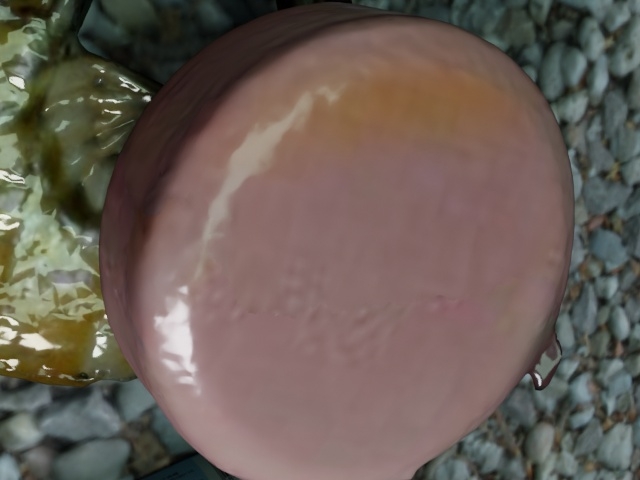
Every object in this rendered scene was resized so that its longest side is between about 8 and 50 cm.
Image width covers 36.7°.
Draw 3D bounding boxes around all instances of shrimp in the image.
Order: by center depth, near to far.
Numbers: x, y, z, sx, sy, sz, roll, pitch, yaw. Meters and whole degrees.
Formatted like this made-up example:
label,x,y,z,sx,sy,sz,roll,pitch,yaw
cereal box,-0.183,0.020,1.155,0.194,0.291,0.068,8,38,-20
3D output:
label,x,y,z,sx,sy,sz,roll,pitch,yaw
shrimp,-0.088,-0.140,0.499,0.272,0.085,0.445,11,91,-15

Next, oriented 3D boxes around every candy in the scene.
label,x,y,z,sx,sy,sz,roll,pitch,yaw
candy,0.020,0.009,0.489,0.255,0.094,0.255,-11,112,-27

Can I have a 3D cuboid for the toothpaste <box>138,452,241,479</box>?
label,x,y,z,sx,sy,sz,roll,pitch,yaw
toothpaste,-0.123,0.190,0.595,0.266,0.065,0.050,-21,115,-22
